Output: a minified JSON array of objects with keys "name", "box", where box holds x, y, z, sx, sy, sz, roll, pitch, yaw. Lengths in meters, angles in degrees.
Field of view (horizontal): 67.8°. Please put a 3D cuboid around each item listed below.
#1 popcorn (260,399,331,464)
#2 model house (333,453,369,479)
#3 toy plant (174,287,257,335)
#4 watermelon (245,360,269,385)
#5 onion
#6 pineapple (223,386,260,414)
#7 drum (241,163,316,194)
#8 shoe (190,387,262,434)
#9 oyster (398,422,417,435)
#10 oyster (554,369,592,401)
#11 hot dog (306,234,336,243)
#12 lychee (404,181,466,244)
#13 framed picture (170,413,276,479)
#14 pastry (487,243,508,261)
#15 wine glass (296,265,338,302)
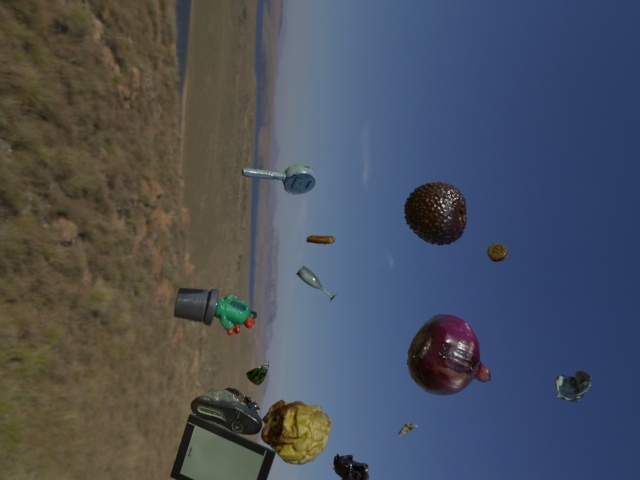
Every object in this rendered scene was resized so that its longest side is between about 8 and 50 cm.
[{"name":"popcorn","box":[-0.087,0.721,1.810,0.332,0.265,0.225,29,58,-61]},{"name":"model house","box":[0.136,1.058,2.117,0.141,0.164,0.203,-51,139,-77]},{"name":"toy plant","box":[-0.508,0.334,2.358,0.279,0.401,0.185,-159,-99,-78]},{"name":"watermelon","box":[-0.289,0.583,2.089,0.163,0.069,0.086,-44,-149,45]},{"name":"onion","box":[0.566,0.508,2.030,0.347,0.385,0.347,-57,-167,22]},{"name":"pineapple","box":[-0.385,0.787,2.293,0.119,0.237,0.111,27,-104,46]},{"name":"drum","box":[-0.125,-0.224,1.588,0.130,0.253,0.049,-43,-133,35]},{"name":"shoe","box":[-0.343,0.648,1.856,0.149,0.293,0.109,-39,141,-70]},{"name":"oyster","box":[0.403,0.882,2.233,0.081,0.083,0.038,-41,-119,42]},{"name":"oyster","box":[0.999,0.582,1.899,0.087,0.199,0.252,59,-9,14]},{"name":"hot dog","box":[0.000,0.000,1.856,0.049,0.122,0.036,-19,109,-64]},{"name":"lychee","box":[0.476,-0.113,1.996,0.267,0.268,0.267,-177,-90,-84]},{"name":"framed picture","box":[-0.354,0.803,1.710,0.016,0.347,0.264,-23,131,-78]},{"name":"pastry","box":[0.890,0.061,2.393,0.057,0.097,0.109,54,53,-41]},{"name":"wine glass","box":[-0.017,0.188,2.080,0.066,0.198,0.066,-49,175,-6]}]
